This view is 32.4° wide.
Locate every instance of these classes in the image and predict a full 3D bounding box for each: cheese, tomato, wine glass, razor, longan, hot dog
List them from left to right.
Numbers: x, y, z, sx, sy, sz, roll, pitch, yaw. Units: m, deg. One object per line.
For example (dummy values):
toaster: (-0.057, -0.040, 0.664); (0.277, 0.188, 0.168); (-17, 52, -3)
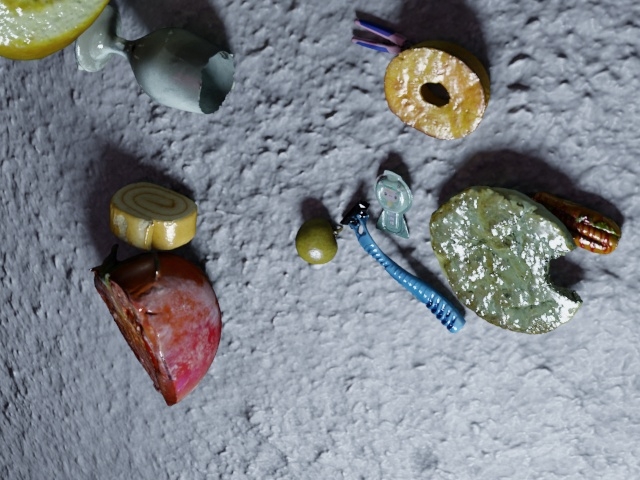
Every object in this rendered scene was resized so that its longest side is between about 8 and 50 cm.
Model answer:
wine glass: (-0.259, -0.283, 1.730); (0.241, 0.126, 0.126); (23, 125, 19)
tomato: (-0.260, 0.133, 1.929); (0.309, 0.170, 0.309); (53, 163, 23)
longan: (0.000, 0.000, 1.762); (0.083, 0.075, 0.075); (-22, 106, -5)
cheese: (0.111, -0.057, 1.682); (0.067, 0.026, 0.121); (20, 135, 26)
razor: (0.129, 0.048, 1.716); (0.253, 0.042, 0.082); (45, 148, 0)
hot dog: (0.351, -0.025, 1.544); (0.144, 0.038, 0.062); (27, 126, 17)

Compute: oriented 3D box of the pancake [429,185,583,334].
pancake: (0.266, 0.026, 1.605); (0.253, 0.037, 0.253); (24, 134, 27)

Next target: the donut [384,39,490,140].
donut: (0.166, -0.215, 1.538); (0.152, 0.058, 0.152); (16, 130, 21)

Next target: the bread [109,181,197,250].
bread: (-0.289, -0.036, 1.882); (0.149, 0.122, 0.073); (23, 128, 21)

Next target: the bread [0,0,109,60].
bread: (-0.401, -0.447, 1.633); (0.239, 0.395, 0.264); (40, 156, 31)

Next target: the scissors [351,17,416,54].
scissors: (0.096, -0.285, 1.578); (0.113, 0.012, 0.039); (23, 125, 19)
